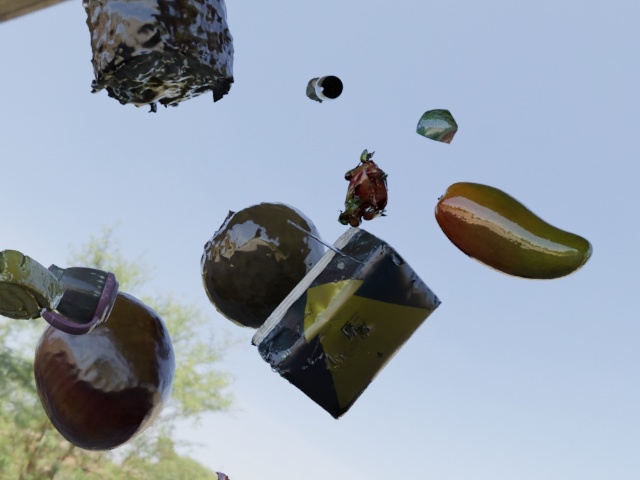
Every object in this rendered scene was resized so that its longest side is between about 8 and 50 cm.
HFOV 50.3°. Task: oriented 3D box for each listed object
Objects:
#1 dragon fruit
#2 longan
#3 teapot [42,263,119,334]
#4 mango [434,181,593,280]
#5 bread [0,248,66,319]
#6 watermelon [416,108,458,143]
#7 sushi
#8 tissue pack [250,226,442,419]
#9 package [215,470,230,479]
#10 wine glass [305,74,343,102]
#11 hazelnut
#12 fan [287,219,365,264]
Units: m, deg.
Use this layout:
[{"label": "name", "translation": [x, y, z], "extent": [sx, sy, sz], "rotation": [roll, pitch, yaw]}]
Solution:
[{"label": "dragon fruit", "translation": [0.107, -0.110, 1.616], "extent": [0.142, 0.175, 0.138], "rotation": [39, -12, 8]}, {"label": "longan", "translation": [-0.170, 0.067, 2.011], "extent": [0.391, 0.391, 0.391], "rotation": [15, -26, 7]}, {"label": "teapot", "translation": [-0.481, 0.115, 1.328], "extent": [0.146, 0.148, 0.116], "rotation": [21, -26, -19]}, {"label": "mango", "translation": [0.340, -0.010, 1.253], "extent": [0.289, 0.146, 0.129], "rotation": [36, -37, 34]}, {"label": "bread", "translation": [-0.463, 0.069, 1.024], "extent": [0.117, 0.064, 0.156], "rotation": [-9, -28, 11]}, {"label": "watermelon", "translation": [0.269, -0.257, 1.585], "extent": [0.092, 0.084, 0.072], "rotation": [-20, -54, 4]}, {"label": "sushi", "translation": [-0.356, -0.459, 1.494], "extent": [0.299, 0.294, 0.281], "rotation": [1, -12, -43]}, {"label": "tissue pack", "translation": [0.059, 0.203, 1.728], "extent": [0.264, 0.416, 0.253], "rotation": [45, -5, -27]}, {"label": "package", "translation": [-0.302, 0.744, 1.720], "extent": [0.108, 0.288, 0.223], "rotation": [33, -25, 29]}, {"label": "wine glass", "translation": [0.012, -0.347, 1.557], "extent": [0.066, 0.066, 0.198], "rotation": [25, 6, -14]}, {"label": "hazelnut", "translation": [-0.573, 0.341, 1.788], "extent": [0.420, 0.421, 0.352], "rotation": [4, -6, 27]}, {"label": "fan", "translation": [0.000, 0.000, 1.495], "extent": [0.220, 0.009, 0.132], "rotation": [30, 2, 38]}]
